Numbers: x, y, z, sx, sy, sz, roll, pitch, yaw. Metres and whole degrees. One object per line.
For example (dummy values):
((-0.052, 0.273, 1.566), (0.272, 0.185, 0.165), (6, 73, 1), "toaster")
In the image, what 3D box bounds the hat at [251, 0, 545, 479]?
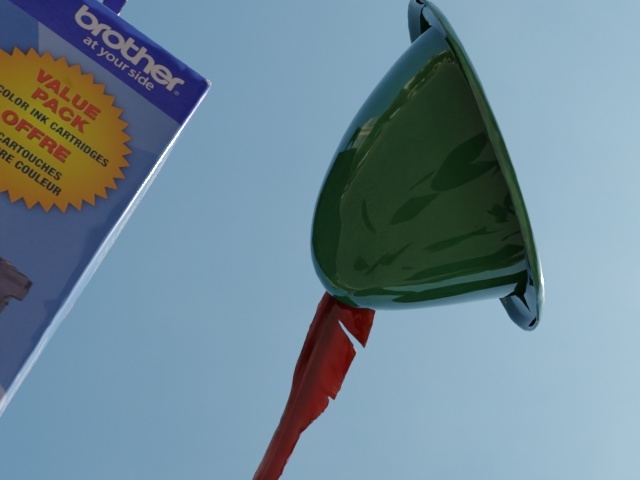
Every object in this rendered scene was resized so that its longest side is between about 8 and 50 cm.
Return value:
((0.000, 0.000, 0.468), (0.183, 0.173, 0.208), (-19, -115, 2), "hat")

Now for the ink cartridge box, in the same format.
((-0.252, -0.056, 0.553), (0.270, 0.151, 0.395), (35, -130, -14), "ink cartridge box")
